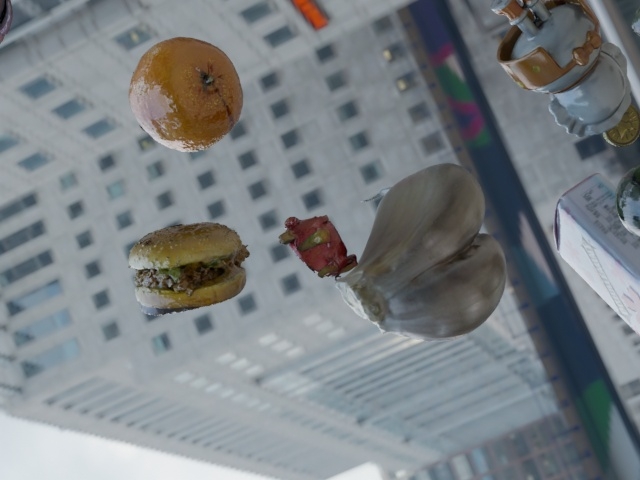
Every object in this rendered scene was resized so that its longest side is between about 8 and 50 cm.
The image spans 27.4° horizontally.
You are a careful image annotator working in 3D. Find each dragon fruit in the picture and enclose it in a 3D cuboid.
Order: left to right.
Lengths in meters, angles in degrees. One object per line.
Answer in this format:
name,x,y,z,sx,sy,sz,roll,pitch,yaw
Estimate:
dragon fruit,0.003,0.001,1.994,0.126,0.068,0.112,41,-163,-15

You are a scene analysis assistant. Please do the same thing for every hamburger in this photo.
hamburger,-0.196,0.034,2.012,0.182,0.191,0.118,24,121,61

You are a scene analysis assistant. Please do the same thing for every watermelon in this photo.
watermelon,0.442,-0.049,1.729,0.105,0.105,0.133,62,-169,-12

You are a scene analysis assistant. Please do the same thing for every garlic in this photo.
garlic,0.190,0.016,2.148,0.231,0.246,0.340,46,-153,-17

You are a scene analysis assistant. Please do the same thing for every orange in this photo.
orange,-0.219,-0.243,2.182,0.161,0.193,0.193,10,135,58

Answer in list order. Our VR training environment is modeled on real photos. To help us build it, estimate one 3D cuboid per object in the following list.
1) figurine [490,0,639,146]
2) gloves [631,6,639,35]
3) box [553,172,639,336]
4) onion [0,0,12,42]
figurine,0.330,-0.228,1.714,0.271,0.143,0.143,41,-163,-6
gloves,0.424,-0.300,1.327,0.135,0.268,0.107,33,-155,-30
box,0.530,0.075,2.106,0.369,0.112,0.190,51,170,34
onion,-0.516,-0.338,1.741,0.207,0.200,0.200,-1,-115,-55
